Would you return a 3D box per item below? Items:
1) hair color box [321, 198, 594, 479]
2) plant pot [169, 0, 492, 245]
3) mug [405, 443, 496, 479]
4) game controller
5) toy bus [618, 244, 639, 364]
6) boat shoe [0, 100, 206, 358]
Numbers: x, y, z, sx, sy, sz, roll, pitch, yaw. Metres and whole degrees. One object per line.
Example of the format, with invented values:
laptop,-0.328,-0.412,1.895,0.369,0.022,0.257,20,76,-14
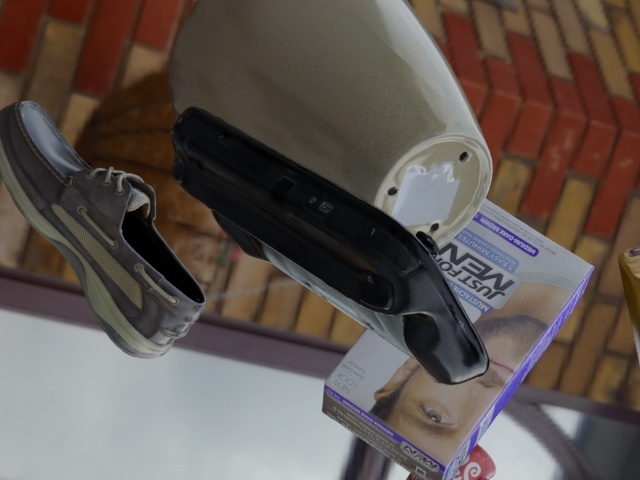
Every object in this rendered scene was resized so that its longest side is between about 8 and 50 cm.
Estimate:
hair color box,0.173,0.124,1.822,0.339,0.185,0.110,-51,164,-22
plant pot,0.031,-0.112,1.358,0.274,0.256,0.256,48,-56,42
mug,0.184,0.382,2.158,0.150,0.113,0.169,6,-133,48
game controller,0.000,0.000,1.083,0.067,0.166,0.319,-49,-139,-7
toy bus,0.371,0.161,1.313,0.108,0.130,0.332,-94,169,-73
boat shoe,-0.258,-0.030,1.757,0.130,0.355,0.132,-34,-177,19
